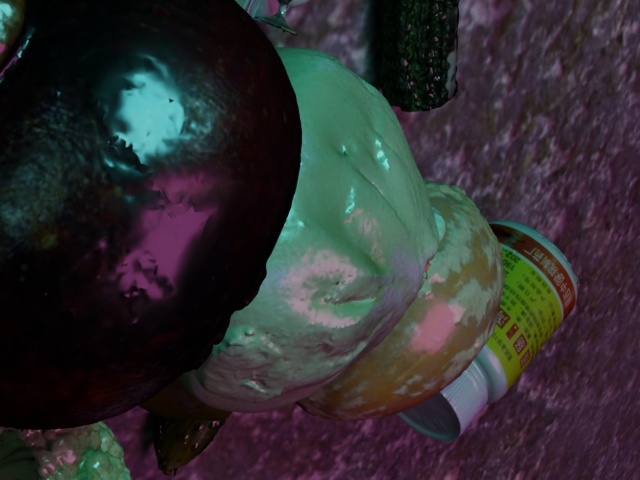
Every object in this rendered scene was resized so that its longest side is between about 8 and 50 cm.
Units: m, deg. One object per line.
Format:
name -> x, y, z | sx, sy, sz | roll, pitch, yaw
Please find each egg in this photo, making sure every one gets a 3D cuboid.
egg -> 0.058, 0.055, 1.647 | 0.245, 0.203, 0.203 | -52, 153, -12

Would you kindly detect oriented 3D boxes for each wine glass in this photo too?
wine glass -> -0.022, -0.205, 1.423 | 0.039, 0.042, 0.083 | -133, -115, -77

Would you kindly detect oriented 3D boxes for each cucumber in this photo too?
cucumber -> 0.086, -0.211, 1.573 | 0.077, 0.077, 0.265 | -43, 148, -33
cucumber -> -0.089, 0.109, 1.587 | 0.227, 0.069, 0.069 | -63, 155, 11

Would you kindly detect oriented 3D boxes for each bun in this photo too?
bun -> 0.000, 0.000, 1.402 | 0.293, 0.187, 0.293 | 11, 90, -85

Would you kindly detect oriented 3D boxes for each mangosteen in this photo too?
mangosteen -> -0.165, -0.040, 1.078 | 0.297, 0.293, 0.297 | -62, -179, 2

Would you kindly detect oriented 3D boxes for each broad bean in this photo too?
broad bean -> -0.150, 0.086, 1.436 | 0.075, 0.067, 0.325 | -37, 147, 4

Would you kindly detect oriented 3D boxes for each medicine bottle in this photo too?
medicine bottle -> 0.166, 0.096, 1.959 | 0.225, 0.139, 0.139 | -47, 152, -26

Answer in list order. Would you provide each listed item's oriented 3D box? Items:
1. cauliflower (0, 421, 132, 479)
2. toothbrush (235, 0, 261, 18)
cauliflower -> -0.254, 0.211, 1.272 | 0.250, 0.275, 0.272 | -6, 165, -18
toothbrush -> -0.062, -0.173, 1.387 | 0.375, 0.028, 0.037 | -61, 148, 0
